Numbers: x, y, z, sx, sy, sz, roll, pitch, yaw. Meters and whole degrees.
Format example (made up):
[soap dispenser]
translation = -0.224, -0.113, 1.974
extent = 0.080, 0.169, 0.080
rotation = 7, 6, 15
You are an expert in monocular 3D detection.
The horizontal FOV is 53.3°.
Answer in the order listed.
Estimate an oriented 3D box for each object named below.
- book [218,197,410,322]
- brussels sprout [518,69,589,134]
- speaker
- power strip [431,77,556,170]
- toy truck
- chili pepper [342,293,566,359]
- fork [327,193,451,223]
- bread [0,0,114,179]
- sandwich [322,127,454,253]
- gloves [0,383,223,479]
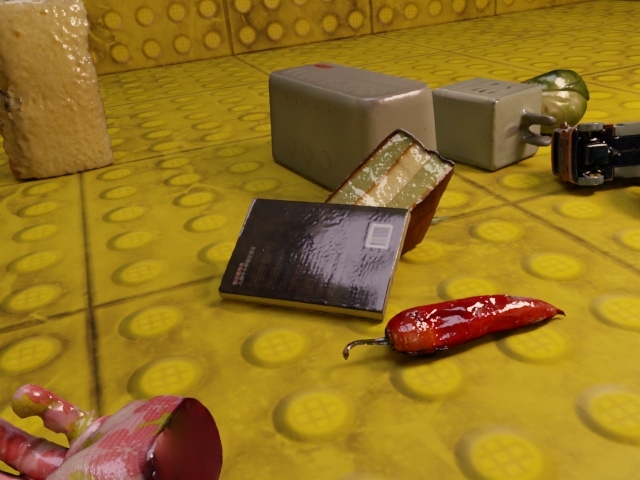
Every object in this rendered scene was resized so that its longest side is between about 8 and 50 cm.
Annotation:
[book]
translation = -0.009, 0.017, 0.829
extent = 0.228, 0.024, 0.160
rotation = 5, 59, 22
[brussels sprout]
translation = 0.478, -0.291, 1.337
extent = 0.183, 0.132, 0.145
rotation = -18, 22, -34
[speaker]
translation = 0.048, -0.221, 1.224
extent = 0.183, 0.184, 0.406
rotation = -19, 28, -25
[power strip]
translation = 0.335, -0.221, 1.213
extent = 0.140, 0.139, 0.224
rotation = -20, 28, -29
[toy truck]
translation = 0.521, -0.158, 1.090
extent = 0.256, 0.108, 0.140
rotation = -6, 12, -5
[chili pepper]
translation = 0.149, 0.090, 0.701
extent = 0.267, 0.051, 0.059
rotation = -10, 10, -10
[fork]
translation = 0.105, -0.048, 1.040
extent = 0.235, 0.021, 0.039
rotation = 15, 28, 40
[bread]
translation = -0.602, -0.335, 1.388
extent = 0.236, 0.376, 0.165
rotation = -12, 23, -19
[sandwich]
translation = 0.065, -0.048, 0.865
extent = 0.187, 0.144, 0.117
rotation = -26, 53, -36
[gloves]
translation = -0.205, 0.192, 0.492
extent = 0.241, 0.126, 0.145
rotation = -22, 41, 19
